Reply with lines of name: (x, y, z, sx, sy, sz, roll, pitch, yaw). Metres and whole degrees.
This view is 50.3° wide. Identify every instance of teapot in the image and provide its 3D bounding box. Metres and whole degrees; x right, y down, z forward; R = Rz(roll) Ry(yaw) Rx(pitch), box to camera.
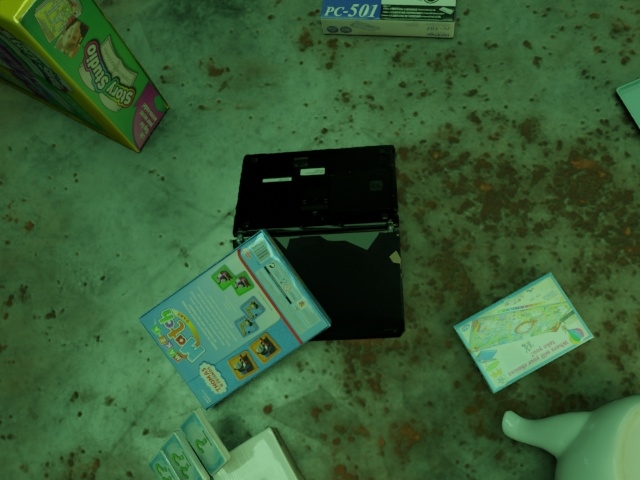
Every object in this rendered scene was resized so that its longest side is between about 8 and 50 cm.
teapot: (0.370, 0.315, 0.792, 0.253, 0.187, 0.256, 10, 56, -18)

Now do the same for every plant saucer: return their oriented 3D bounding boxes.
plant saucer: (0.500, -0.150, 0.981, 0.067, 0.018, 0.192, -23, 73, 0)

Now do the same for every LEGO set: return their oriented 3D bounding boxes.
LEGO set: (-0.138, 0.355, 0.851, 0.244, 0.060, 0.182, 53, 131, 15)

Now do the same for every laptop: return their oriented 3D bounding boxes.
laptop: (0.000, 0.000, 1.004, 0.234, 0.136, 0.264, -3, 49, 5)

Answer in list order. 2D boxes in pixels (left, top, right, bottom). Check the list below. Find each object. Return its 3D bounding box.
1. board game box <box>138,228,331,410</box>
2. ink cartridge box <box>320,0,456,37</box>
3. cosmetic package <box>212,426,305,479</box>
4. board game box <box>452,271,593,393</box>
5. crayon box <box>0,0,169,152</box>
board game box: (-0.117, 0.108, 0.935, 0.212, 0.039, 0.160, -35, 93, 6)
ink cartridge box: (0.109, -0.375, 1.074, 0.207, 0.046, 0.097, 5, 74, 8)
cosmetic package: (-0.045, 0.372, 0.883, 0.099, 0.060, 0.239, -30, 73, -4)
board game box: (0.273, 0.126, 0.929, 0.154, 0.026, 0.103, -29, 73, -1)
crayon box: (-0.417, -0.295, 0.951, 0.313, 0.363, 0.106, 26, 79, 13)
